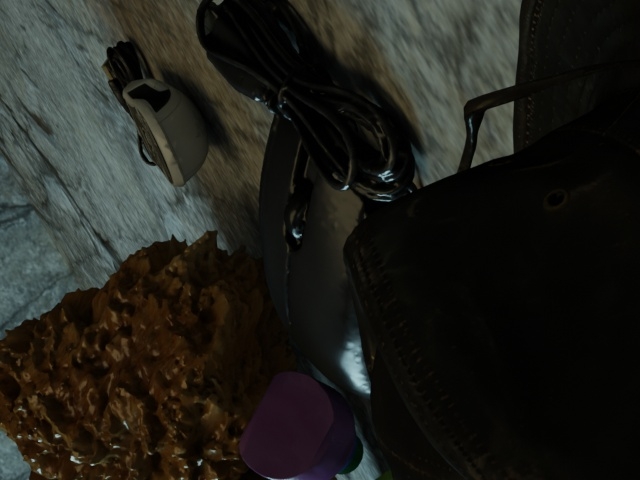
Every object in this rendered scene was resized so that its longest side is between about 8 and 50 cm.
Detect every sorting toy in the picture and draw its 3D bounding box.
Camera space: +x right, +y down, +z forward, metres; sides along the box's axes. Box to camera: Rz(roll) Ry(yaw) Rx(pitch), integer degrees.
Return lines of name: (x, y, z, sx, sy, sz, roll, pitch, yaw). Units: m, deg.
sorting toy: (0.102, 0.213, 1.077, 0.365, 0.127, 0.126, 41, -176, 29)

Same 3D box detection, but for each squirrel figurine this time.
squirrel figurine: (-0.077, 0.199, 1.386, 0.397, 0.281, 0.370, 61, 160, -19)

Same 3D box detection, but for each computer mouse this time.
computer mouse: (0.000, 0.000, 1.046, 0.188, 0.072, 0.272, 46, 162, 42)
computer mouse: (-0.113, -0.086, 1.363, 0.106, 0.042, 0.193, 68, 171, -20)

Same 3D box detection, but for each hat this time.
hat: (0.080, 0.047, 0.571, 0.331, 0.134, 0.331, 167, 90, -74)
